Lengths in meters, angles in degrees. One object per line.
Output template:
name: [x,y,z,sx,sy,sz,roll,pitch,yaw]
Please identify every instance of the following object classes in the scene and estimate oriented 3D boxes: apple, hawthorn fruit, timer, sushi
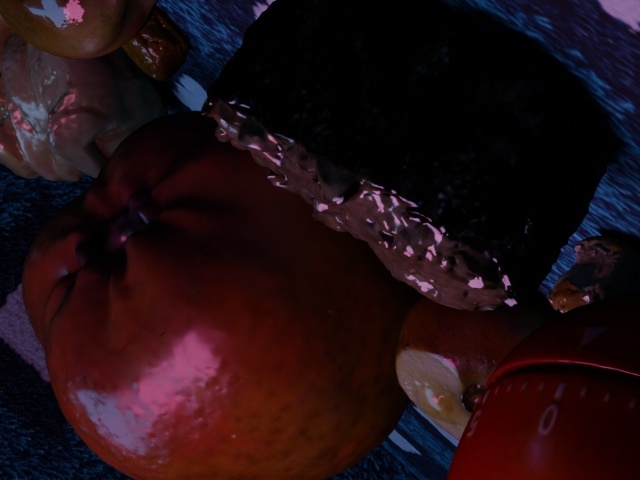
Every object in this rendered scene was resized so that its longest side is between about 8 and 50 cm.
apple: [-0.254,-0.283,1.678,0.188,0.174,0.207,39,155,6]
hawthorn fruit: [-0.103,0.088,1.930,0.472,0.472,0.472,41,171,8]
apple: [0.174,0.127,1.742,0.195,0.160,0.173,41,175,-4]
timer: [0.282,0.205,1.223,0.378,0.279,0.378,28,158,12]
sushi: [0.055,-0.078,1.284,0.350,0.171,0.211,35,170,44]

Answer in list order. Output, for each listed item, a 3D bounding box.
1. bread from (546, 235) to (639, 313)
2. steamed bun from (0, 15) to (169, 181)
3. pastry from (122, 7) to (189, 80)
bread: [0.240,0.041,1.369,0.083,0.076,0.070,46,158,-21]
steamed bun: [-0.382,-0.209,2.341,0.372,0.230,0.325,38,167,35]
pastry: [-0.201,-0.236,1.972,0.097,0.057,0.109,50,167,-30]
